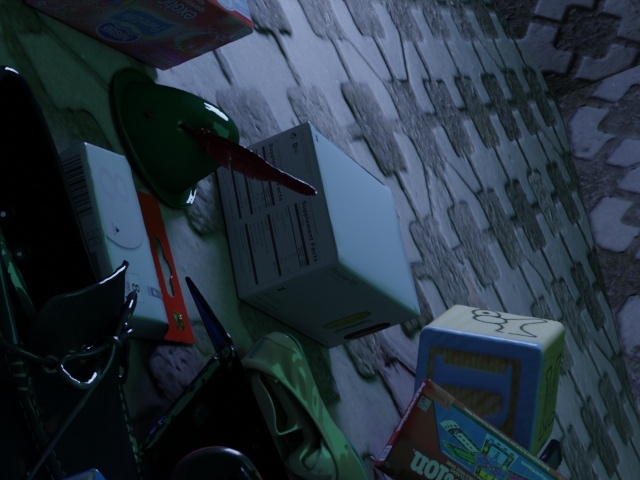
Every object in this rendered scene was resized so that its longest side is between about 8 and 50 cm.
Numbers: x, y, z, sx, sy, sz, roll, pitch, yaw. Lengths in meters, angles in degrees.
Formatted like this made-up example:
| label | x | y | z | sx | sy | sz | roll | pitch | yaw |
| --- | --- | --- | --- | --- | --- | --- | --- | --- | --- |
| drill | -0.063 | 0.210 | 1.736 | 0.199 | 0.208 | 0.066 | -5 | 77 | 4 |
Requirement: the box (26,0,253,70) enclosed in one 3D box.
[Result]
| label | x | y | z | sx | sy | sz | roll | pitch | yaw |
| --- | --- | --- | --- | --- | --- | --- | --- | --- | --- |
| box | -0.216 | -0.321 | 1.707 | 0.300 | 0.142 | 0.154 | 18 | 53 | -65 |

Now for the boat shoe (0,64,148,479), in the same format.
| label | x | y | z | sx | sy | sz | roll | pitch | yaw |
| --- | --- | --- | --- | --- | --- | --- | --- | --- | --- |
| boat shoe | -0.232 | 0.083 | 1.243 | 0.500 | 0.156 | 0.187 | 68 | 18 | -5 |

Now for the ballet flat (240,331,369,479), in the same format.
| label | x | y | z | sx | sy | sz | roll | pitch | yaw |
| --- | --- | --- | --- | --- | --- | --- | --- | --- | --- |
| ballet flat | -0.024 | 0.228 | 1.765 | 0.248 | 0.086 | 0.086 | 62 | 21 | -13 |

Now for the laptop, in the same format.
| label | x | y | z | sx | sy | sz | roll | pitch | yaw |
| --- | --- | --- | --- | --- | --- | --- | --- | --- | --- |
| laptop | -0.125 | 0.209 | 1.532 | 0.264 | 0.137 | 0.234 | -50 | 132 | -39 |

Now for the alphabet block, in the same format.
| label | x | y | z | sx | sy | sz | roll | pitch | yaw |
| --- | --- | --- | --- | --- | --- | --- | --- | --- | --- |
| alphabet block | 0.254 | 0.217 | 2.227 | 0.197 | 0.192 | 0.193 | -21 | 120 | -69 |

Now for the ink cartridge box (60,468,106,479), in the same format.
| label | x | y | z | sx | sy | sz | roll | pitch | yaw |
| --- | --- | --- | --- | --- | --- | --- | --- | --- | --- |
| ink cartridge box | -0.189 | 0.286 | 1.162 | 0.190 | 0.140 | 0.082 | 58 | 21 | -28 |

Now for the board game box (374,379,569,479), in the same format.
| label | x | y | z | sx | sy | sz | roll | pitch | yaw |
| --- | --- | --- | --- | --- | --- | --- | --- | --- | --- |
| board game box | 0.222 | 0.333 | 2.070 | 0.281 | 0.027 | 0.145 | 36 | 71 | -14 |

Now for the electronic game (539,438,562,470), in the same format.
| label | x | y | z | sx | sy | sz | roll | pitch | yaw |
| --- | --- | --- | --- | --- | --- | --- | --- | --- | --- |
| electronic game | 0.300 | 0.401 | 2.242 | 0.048 | 0.229 | 0.229 | 32 | 16 | 12 |

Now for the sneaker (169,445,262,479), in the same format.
| label | x | y | z | sx | sy | sz | roll | pitch | yaw |
| --- | --- | --- | --- | --- | --- | --- | --- | --- | --- |
| sneaker | -0.079 | 0.314 | 1.339 | 0.135 | 0.098 | 0.276 | -140 | -139 | -85 |

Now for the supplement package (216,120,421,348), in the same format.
| label | x | y | z | sx | sy | sz | roll | pitch | yaw |
| --- | --- | --- | --- | --- | --- | --- | --- | --- | --- |
| supplement package | 0.000 | 0.000 | 1.938 | 0.262 | 0.145 | 0.204 | 33 | 40 | -57 |

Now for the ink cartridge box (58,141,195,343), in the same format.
| label | x | y | z | sx | sy | sz | roll | pitch | yaw |
| --- | --- | --- | --- | --- | --- | --- | --- | --- | --- |
| ink cartridge box | -0.191 | 0.009 | 1.569 | 0.232 | 0.066 | 0.189 | 13 | 58 | -62 |

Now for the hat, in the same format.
| label | x | y | z | sx | sy | sz | roll | pitch | yaw |
| --- | --- | --- | --- | --- | --- | --- | --- | --- | --- |
| hat | -0.114 | -0.141 | 1.726 | 0.208 | 0.184 | 0.173 | 63 | 20 | -16 |
